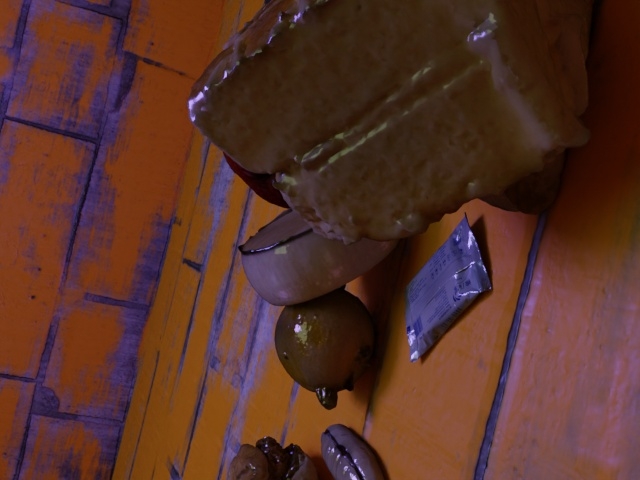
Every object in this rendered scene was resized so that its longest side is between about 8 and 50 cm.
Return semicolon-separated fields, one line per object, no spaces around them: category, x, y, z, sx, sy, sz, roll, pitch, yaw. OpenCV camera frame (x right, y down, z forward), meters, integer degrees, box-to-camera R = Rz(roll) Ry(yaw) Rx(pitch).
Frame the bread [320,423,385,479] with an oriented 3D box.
bread;0.042;0.331;1.266;0.073;0.053;0.214;-70;20;6

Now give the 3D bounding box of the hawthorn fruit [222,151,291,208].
hawthorn fruit;-0.031;-0.235;1.539;0.369;0.284;0.285;-84;18;-52

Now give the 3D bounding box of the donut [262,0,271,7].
donut;-0.060;-0.511;1.969;0.259;0.136;0.345;-157;82;-72

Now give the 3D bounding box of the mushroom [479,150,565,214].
mushroom;0.190;-0.097;1.098;0.351;0.095;0.123;-171;78;-71

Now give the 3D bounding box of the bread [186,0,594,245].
bread;0.096;-0.223;0.961;0.371;0.279;0.390;-29;23;32

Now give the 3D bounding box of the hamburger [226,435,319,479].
hamburger;-0.091;0.471;1.398;0.259;0.144;0.283;151;126;-78

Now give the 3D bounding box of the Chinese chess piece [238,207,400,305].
Chinese chess piece;0.000;0.000;1.325;0.104;0.257;0.257;62;165;-13

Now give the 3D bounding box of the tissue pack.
tissue pack;0.162;0.067;1.153;0.193;0.026;0.123;124;151;-44

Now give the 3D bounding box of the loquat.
loquat;0.008;0.163;1.327;0.172;0.149;0.205;-47;44;48
